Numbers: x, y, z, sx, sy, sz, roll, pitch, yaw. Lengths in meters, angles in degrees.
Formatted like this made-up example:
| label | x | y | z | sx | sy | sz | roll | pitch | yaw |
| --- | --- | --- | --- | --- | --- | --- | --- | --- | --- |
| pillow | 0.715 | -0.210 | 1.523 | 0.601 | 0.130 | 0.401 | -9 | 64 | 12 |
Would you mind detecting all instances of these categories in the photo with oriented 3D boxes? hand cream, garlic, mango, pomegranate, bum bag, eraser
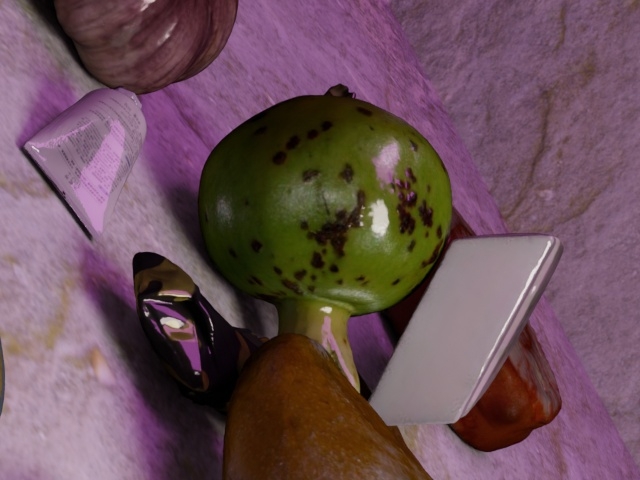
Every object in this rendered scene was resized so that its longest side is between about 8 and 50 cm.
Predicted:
| label | x | y | z | sx | sy | sz | roll | pitch | yaw |
| --- | --- | --- | --- | --- | --- | --- | --- | --- | --- |
| hand cream | -0.162 | -0.065 | 1.085 | 0.084 | 0.053 | 0.142 | 54 | 30 | -20 |
| garlic | -0.150 | -0.243 | 1.244 | 0.245 | 0.160 | 0.245 | 55 | 13 | -19 |
| mango | 0.025 | 0.195 | 0.946 | 0.193 | 0.146 | 0.316 | 31 | 35 | -62 |
| pomegranate | 0.000 | 0.000 | 1.244 | 0.211 | 0.211 | 0.263 | 31 | 64 | -64 |
| bum bag | -0.067 | 0.080 | 1.062 | 0.232 | 0.060 | 0.107 | 39 | 24 | -59 |
| eraser | 0.139 | 0.077 | 1.404 | 0.082 | 0.213 | 0.397 | 28 | 4 | 9 |

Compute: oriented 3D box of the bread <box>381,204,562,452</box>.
| label | x | y | z | sx | sy | sz | roll | pitch | yaw |
| --- | --- | --- | --- | --- | --- | --- | --- | --- | --- |
| bread | 0.163 | 0.085 | 1.784 | 0.295 | 0.114 | 0.328 | 39 | 24 | -59 |

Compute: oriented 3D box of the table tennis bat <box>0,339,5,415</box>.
| label | x | y | z | sx | sy | sz | roll | pitch | yaw |
| --- | --- | --- | --- | --- | --- | --- | --- | --- | --- |
| table tennis bat | -0.224 | 0.024 | 0.665 | 0.215 | 0.044 | 0.329 | 59 | 12 | -9 |

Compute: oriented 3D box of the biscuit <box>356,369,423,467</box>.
| label | x | y | z | sx | sy | sz | roll | pitch | yaw |
| --- | --- | --- | --- | --- | --- | --- | --- | --- | --- |
| biscuit | 0.049 | 0.172 | 1.355 | 0.184 | 0.027 | 0.133 | 54 | 9 | -23 |
